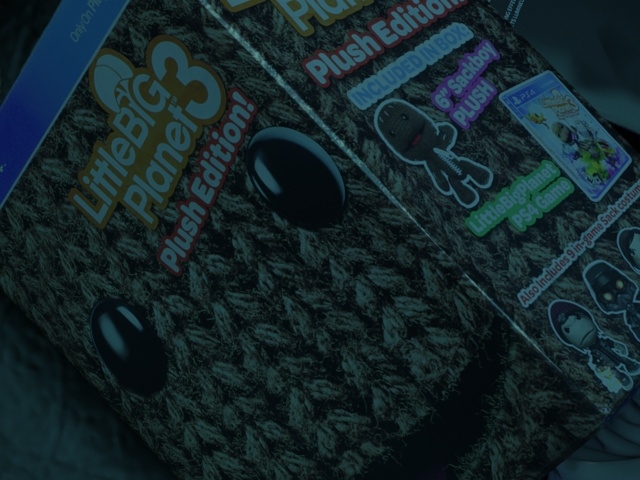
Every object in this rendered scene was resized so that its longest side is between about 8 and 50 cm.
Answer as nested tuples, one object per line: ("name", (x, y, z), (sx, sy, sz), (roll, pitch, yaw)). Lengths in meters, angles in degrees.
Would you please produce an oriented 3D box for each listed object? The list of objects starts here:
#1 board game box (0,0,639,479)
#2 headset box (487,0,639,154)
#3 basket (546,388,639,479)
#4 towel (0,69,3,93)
("board game box", (0.000, 0.000, 0.887), (0.291, 0.232, 0.141), (46, 44, 7))
("headset box", (0.127, -0.168, 1.021), (0.283, 0.131, 0.246), (22, 73, -1))
("basket", (0.298, 0.192, 0.848), (0.266, 0.328, 0.331), (-11, 76, -14))
("towel", (-0.292, -0.045, 0.911), (0.282, 0.049, 0.187), (-30, 38, -5))
